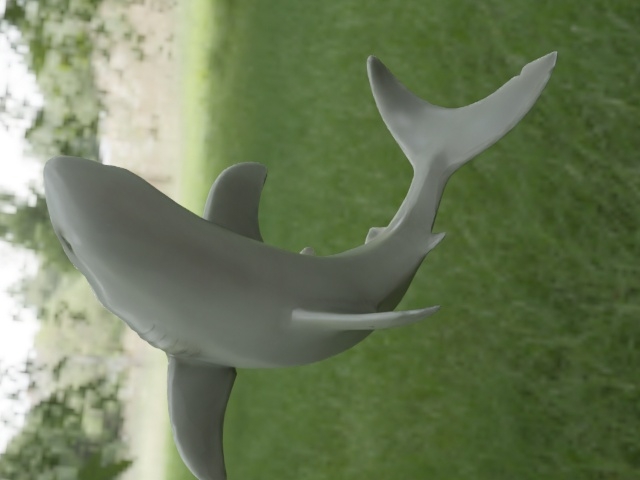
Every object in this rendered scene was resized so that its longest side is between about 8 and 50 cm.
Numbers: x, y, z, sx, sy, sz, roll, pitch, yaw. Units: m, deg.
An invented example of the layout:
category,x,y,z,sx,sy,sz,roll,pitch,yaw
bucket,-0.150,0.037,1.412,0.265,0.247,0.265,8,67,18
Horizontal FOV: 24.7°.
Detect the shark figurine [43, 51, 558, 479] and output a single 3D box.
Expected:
category,x,y,z,sx,sy,sz,roll,pitch,yaw
shark figurine,0.019,0.010,0.660,0.116,0.278,0.166,-3,104,43
